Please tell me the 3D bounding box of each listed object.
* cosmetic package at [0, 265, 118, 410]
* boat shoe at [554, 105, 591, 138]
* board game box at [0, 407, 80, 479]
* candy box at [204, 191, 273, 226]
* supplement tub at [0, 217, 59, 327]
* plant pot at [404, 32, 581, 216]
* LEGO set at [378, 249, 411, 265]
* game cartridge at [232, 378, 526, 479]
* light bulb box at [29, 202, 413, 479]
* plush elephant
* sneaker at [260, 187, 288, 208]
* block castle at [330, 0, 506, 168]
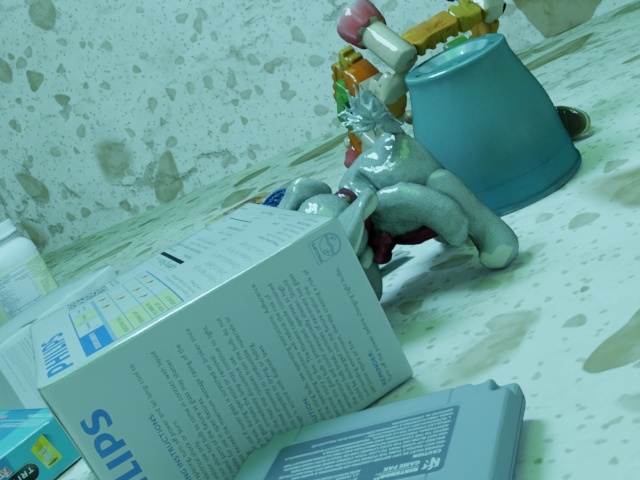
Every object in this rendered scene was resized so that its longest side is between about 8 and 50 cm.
[{"bbox_3d":[-0.555,0.218,1.669,0.217,0.156,0.385,-22,15,26],"label":"cosmetic package"},{"bbox_3d":[0.467,-0.230,1.656,0.072,0.068,0.190,-2,7,-30],"label":"boat shoe"},{"bbox_3d":[-0.537,0.373,1.211,0.253,0.079,0.336,-13,19,44],"label":"board game box"},{"bbox_3d":[-0.143,-0.047,2.047,0.183,0.087,0.316,-32,15,-22],"label":"candy box"},{"bbox_3d":[-0.721,0.137,1.921,0.235,0.325,0.235,-25,13,6],"label":"supplement tub"},{"bbox_3d":[0.279,-0.208,1.455,0.271,0.255,0.272,-23,18,8],"label":"plant pot"},{"bbox_3d":[0.015,0.073,1.424,0.244,0.060,0.182,-20,9,-25],"label":"LEGO set"},{"bbox_3d":[0.037,0.223,0.761,0.294,0.060,0.196,-20,11,26],"label":"game cartridge"},{"bbox_3d":[-0.144,0.136,1.053,0.361,0.225,0.358,-31,15,-15],"label":"light bulb box"},{"bbox_3d":[0.075,-0.022,1.218,0.255,0.330,0.272,-45,22,-2],"label":"plush elephant"},{"bbox_3d":[-0.108,0.008,1.589,0.090,0.081,0.232,-140,75,-84],"label":"sneaker"},{"bbox_3d":[0.181,-0.320,1.702,0.303,0.453,0.213,-32,58,-18],"label":"block castle"}]
